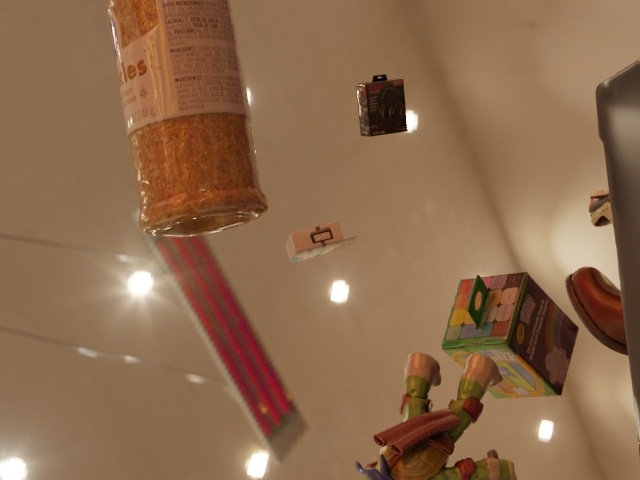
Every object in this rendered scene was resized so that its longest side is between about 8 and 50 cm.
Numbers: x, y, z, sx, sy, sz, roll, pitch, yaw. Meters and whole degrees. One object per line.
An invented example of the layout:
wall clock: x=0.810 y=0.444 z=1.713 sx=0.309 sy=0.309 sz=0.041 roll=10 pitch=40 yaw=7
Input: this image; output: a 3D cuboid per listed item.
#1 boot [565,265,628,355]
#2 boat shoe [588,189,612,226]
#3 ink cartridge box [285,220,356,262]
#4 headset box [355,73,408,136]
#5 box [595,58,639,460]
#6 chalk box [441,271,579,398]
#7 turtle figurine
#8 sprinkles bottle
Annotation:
boot: x=0.440 y=0.035 z=1.548 sx=0.096 sy=0.264 sz=0.280 roll=12 pitch=-62 yaw=-46
boat shoe: x=0.360 y=-0.041 z=1.643 sx=0.049 sy=0.137 sz=0.043 roll=5 pitch=-93 yaw=-12
ink cartridge box: x=0.000 y=0.000 z=1.760 sx=0.083 sy=0.048 sz=0.028 roll=-15 pitch=-104 yaw=-14
headset box: x=0.086 y=-0.190 z=1.914 sx=0.062 sy=0.032 sz=0.083 roll=-9 pitch=-79 yaw=-25
box: x=0.382 y=0.024 z=0.738 sx=0.395 sy=0.212 sz=0.293 roll=-2 pitch=-100 yaw=-14
chalk box: x=0.282 y=0.138 z=2.124 sx=0.213 sy=0.132 sz=0.132 roll=43 pitch=-126 yaw=-33
turtle figurine: x=0.160 y=0.298 z=1.820 sx=0.274 sy=0.198 sz=0.266 roll=35 pitch=-128 yaw=-17
sprinkles bottle: x=-0.134 y=-0.186 z=1.255 sx=0.121 sy=0.121 sz=0.355 roll=-2 pitch=-102 yaw=-48
